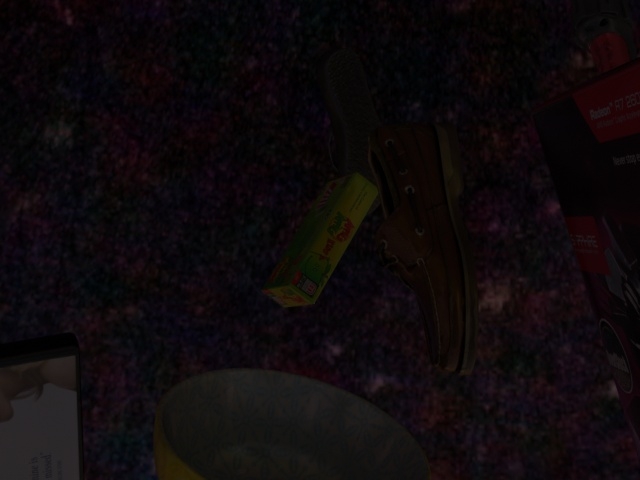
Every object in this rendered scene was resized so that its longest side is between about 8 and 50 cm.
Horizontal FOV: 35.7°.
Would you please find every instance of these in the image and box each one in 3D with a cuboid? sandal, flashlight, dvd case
[{"bbox_3d":[0.047,-0.163,1.490,0.054,0.097,0.254,7,114,50],"label":"sandal"},{"bbox_3d":[0.391,-0.218,1.343,0.103,0.304,0.103,-8,145,10],"label":"flashlight"},{"bbox_3d":[-0.296,0.161,0.704,0.253,0.022,0.180,-8,126,-23],"label":"dvd case"}]

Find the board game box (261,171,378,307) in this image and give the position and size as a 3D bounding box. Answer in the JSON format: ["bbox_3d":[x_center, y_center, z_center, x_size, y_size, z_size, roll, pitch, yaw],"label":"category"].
[{"bbox_3d":[0.000,0.000,1.305,0.043,0.181,0.092,37,160,-17],"label":"board game box"}]

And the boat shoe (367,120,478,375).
[{"bbox_3d":[0.108,0.008,1.116,0.104,0.307,0.111,-1,151,-7],"label":"boat shoe"}]

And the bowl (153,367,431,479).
[{"bbox_3d":[-0.044,0.270,1.038,0.289,0.289,0.156,13,107,-8],"label":"bowl"}]

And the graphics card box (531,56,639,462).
[{"bbox_3d":[0.252,0.064,0.621,0.094,0.233,0.371,-19,92,-3],"label":"graphics card box"}]
